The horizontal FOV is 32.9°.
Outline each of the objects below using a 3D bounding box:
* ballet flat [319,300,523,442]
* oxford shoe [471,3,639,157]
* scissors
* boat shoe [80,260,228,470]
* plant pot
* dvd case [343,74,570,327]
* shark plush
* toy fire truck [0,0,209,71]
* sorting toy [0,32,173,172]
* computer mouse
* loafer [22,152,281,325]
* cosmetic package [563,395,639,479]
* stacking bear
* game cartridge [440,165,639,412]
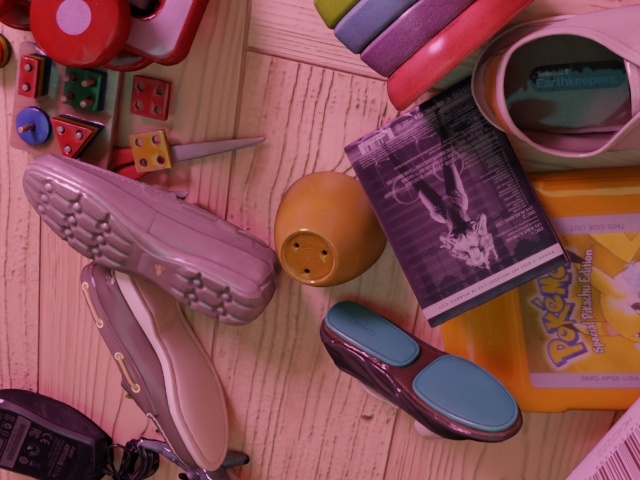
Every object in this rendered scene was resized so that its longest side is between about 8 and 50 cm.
[{"bbox_3d":[0.114,0.164,1.238,0.280,0.095,0.096,33,142,36],"label":"ballet flat"},{"bbox_3d":[0.361,-0.164,1.008,0.449,0.130,0.169,-7,107,16],"label":"oxford shoe"},{"bbox_3d":[-0.209,-0.105,1.294,0.297,0.021,0.109,-22,103,28],"label":"scissors"},{"bbox_3d":[-0.207,0.154,1.368,0.091,0.109,0.305,-16,102,25],"label":"boat shoe"},{"bbox_3d":[0.000,0.000,1.229,0.134,0.095,0.134,7,115,16],"label":"plant pot"},{"bbox_3d":[0.142,-0.040,1.155,0.164,0.018,0.221,-28,81,20],"label":"dvd case"},{"bbox_3d":[-0.164,0.297,1.438,0.161,0.067,0.073,37,120,0],"label":"shark plush"},{"bbox_3d":[-0.254,-0.324,1.142,0.302,0.169,0.254,23,100,6],"label":"toy fire truck"},{"bbox_3d":[-0.301,-0.152,1.277,0.275,0.046,0.132,17,110,12],"label":"sorting toy"},{"bbox_3d":[-0.369,0.285,1.508,0.272,0.072,0.188,28,118,-9],"label":"computer mouse"},{"bbox_3d":[-0.195,-0.014,1.275,0.319,0.111,0.112,31,136,-5],"label":"loafer"},{"bbox_3d":[0.490,0.344,1.121,0.453,0.161,0.230,36,104,-9],"label":"cosmetic package"},{"bbox_3d":[0.045,-0.285,1.054,0.175,0.164,0.289,-39,93,29],"label":"stacking bear"},{"bbox_3d":[0.286,0.061,1.186,0.324,0.052,0.285,-4,112,20],"label":"game cartridge"}]
